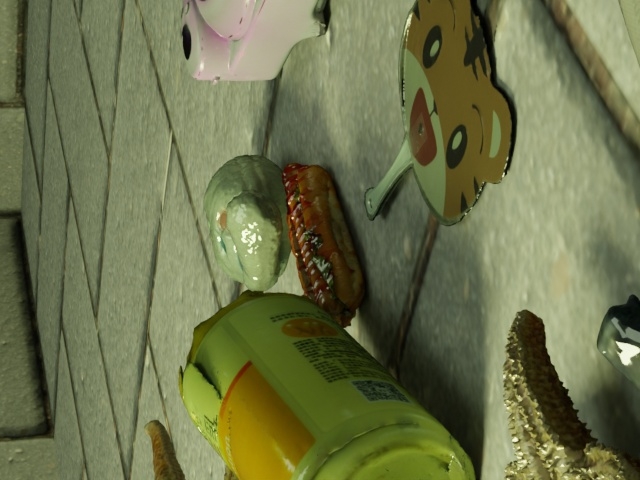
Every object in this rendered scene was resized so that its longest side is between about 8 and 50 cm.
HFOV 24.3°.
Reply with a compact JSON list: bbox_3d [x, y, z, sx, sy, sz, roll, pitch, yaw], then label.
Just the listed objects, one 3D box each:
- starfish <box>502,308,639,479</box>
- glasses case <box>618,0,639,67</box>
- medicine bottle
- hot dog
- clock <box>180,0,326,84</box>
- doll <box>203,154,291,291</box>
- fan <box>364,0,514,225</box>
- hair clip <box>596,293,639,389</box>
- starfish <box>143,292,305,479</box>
[{"bbox_3d":[0.122,0.133,0.647,0.240,0.043,0.227,89,162,-77],"label":"starfish"},{"bbox_3d":[0.137,-0.167,0.512,0.125,0.076,0.327,130,134,-64],"label":"glasses case"},{"bbox_3d":[-0.007,0.115,0.929,0.239,0.124,0.124,-142,51,-60],"label":"medicine bottle"},{"bbox_3d":[-0.002,0.000,1.071,0.062,0.038,0.144,105,156,-47],"label":"hot dog"},{"bbox_3d":[-0.052,-0.264,1.115,0.227,0.090,0.248,129,137,-64],"label":"clock"},{"bbox_3d":[-0.054,-0.016,1.185,0.214,0.071,0.103,-140,37,-76],"label":"doll"},{"bbox_3d":[0.063,-0.065,0.896,0.226,0.008,0.152,121,142,-60],"label":"fan"},{"bbox_3d":[0.166,0.087,0.524,0.187,0.056,0.146,-122,33,-42],"label":"hair clip"},{"bbox_3d":[-0.034,0.259,1.104,0.398,0.132,0.384,120,148,-56],"label":"starfish"}]
